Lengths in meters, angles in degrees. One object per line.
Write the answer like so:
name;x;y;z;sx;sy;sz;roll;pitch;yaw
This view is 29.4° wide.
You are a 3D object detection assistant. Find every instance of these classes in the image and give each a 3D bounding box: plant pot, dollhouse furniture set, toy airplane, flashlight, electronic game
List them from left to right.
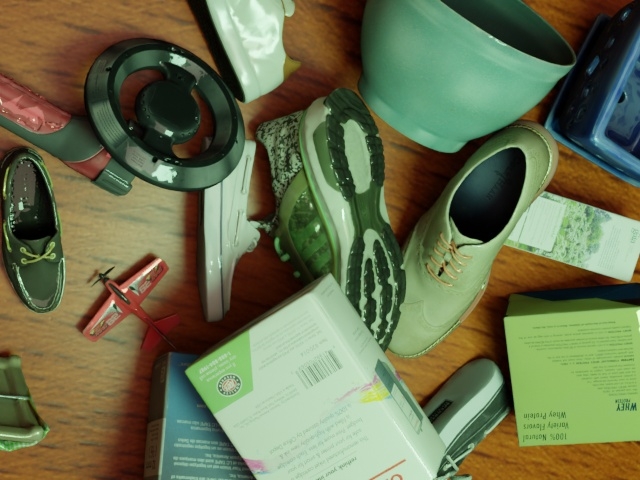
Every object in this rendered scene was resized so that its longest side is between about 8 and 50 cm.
dollhouse furniture set;-0.520;0.230;1.526;0.302;0.197;0.151;12;110;-28
flashlight;-0.363;-0.170;1.571;0.304;0.103;0.103;32;82;-20
toy airplane;-0.251;0.095;1.687;0.151;0.028;0.151;-3;100;-17
electronic game;-0.201;-0.166;1.597;0.229;0.048;0.229;18;54;-27
plant pot;0.171;-0.245;1.661;0.293;0.293;0.196;23;117;-20
plant pot;0.476;-0.202;1.780;0.236;0.212;0.236;26;90;-19

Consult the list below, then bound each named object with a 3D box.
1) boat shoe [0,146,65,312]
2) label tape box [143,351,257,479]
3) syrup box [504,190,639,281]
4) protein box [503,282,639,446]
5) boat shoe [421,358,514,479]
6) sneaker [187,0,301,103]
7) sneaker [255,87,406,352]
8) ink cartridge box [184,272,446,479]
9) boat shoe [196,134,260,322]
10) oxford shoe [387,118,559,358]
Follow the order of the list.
boat shoe;-0.382;-0.008;1.607;0.081;0.069;0.227;-11;101;-16
label tape box;-0.114;0.339;1.669;0.249;0.115;0.347;8;76;-20
syrup box;0.363;-0.018;1.833;0.237;0.096;0.093;16;95;-20
protein box;0.385;0.183;1.809;0.200;0.136;0.201;-6;102;14
boat shoe;0.171;0.312;1.817;0.306;0.113;0.105;-44;115;-24
sneaker;-0.112;-0.338;1.634;0.123;0.106;0.290;-29;117;-15
sneaker;0.000;0.000;1.694;0.158;0.182;0.410;-13;98;-52
ink cartridge box;0.017;0.247;1.565;0.207;0.119;0.353;-32;92;17
boat shoe;-0.124;-0.015;1.677;0.084;0.095;0.258;0;99;-14
oxford shoe;0.182;0.006;1.706;0.140;0.146;0.397;32;109;12
